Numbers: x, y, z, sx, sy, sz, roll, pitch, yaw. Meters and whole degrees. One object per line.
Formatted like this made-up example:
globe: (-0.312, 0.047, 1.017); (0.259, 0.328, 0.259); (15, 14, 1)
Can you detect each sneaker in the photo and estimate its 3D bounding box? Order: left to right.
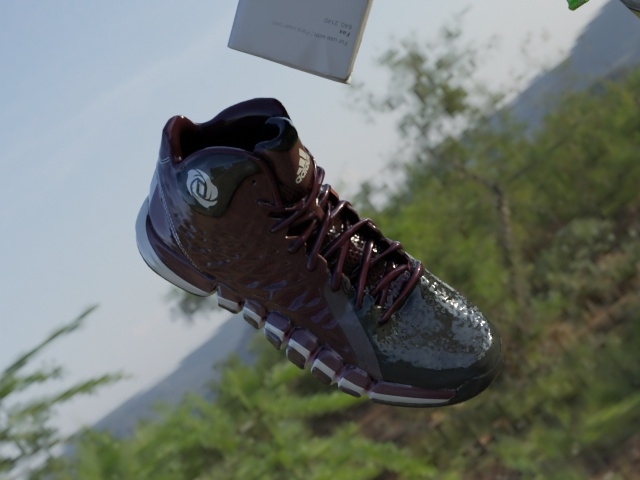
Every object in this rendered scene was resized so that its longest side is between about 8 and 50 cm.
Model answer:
sneaker: (0.000, 0.000, 1.030); (0.106, 0.281, 0.162); (-56, -16, -39)

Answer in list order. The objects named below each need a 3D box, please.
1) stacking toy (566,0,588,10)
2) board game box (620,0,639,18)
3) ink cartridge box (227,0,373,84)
stacking toy: (0.309, -0.196, 1.273); (0.167, 0.221, 0.052); (-34, 24, 36)
board game box: (0.414, -0.227, 1.512); (0.165, 0.243, 0.042); (-23, 36, 52)
ink cartridge box: (0.008, -0.204, 0.954); (0.139, 0.082, 0.190); (-81, 8, -79)
